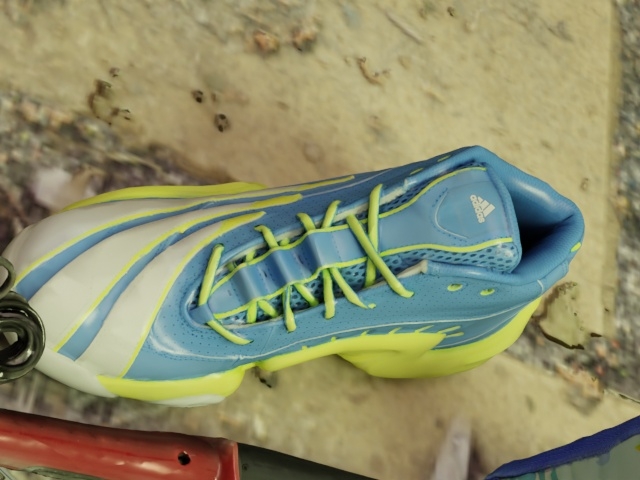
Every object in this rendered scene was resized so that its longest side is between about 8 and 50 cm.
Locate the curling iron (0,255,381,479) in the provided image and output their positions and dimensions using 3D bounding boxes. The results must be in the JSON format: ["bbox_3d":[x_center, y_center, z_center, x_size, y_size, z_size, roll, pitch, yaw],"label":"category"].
[{"bbox_3d":[-0.045,0.071,0.606,0.274,0.035,0.068,26,84,-35],"label":"curling iron"}]

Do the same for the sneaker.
[{"bbox_3d":[0.000,0.000,0.650,0.240,0.126,0.091,-2,65,-34],"label":"sneaker"}]

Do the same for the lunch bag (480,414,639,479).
[{"bbox_3d":[0.130,0.144,0.642,0.096,0.129,0.151,-23,84,-41],"label":"lunch bag"}]

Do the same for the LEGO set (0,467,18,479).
[{"bbox_3d":[-0.185,0.063,0.513,0.244,0.060,0.182,45,11,-4],"label":"LEGO set"}]
